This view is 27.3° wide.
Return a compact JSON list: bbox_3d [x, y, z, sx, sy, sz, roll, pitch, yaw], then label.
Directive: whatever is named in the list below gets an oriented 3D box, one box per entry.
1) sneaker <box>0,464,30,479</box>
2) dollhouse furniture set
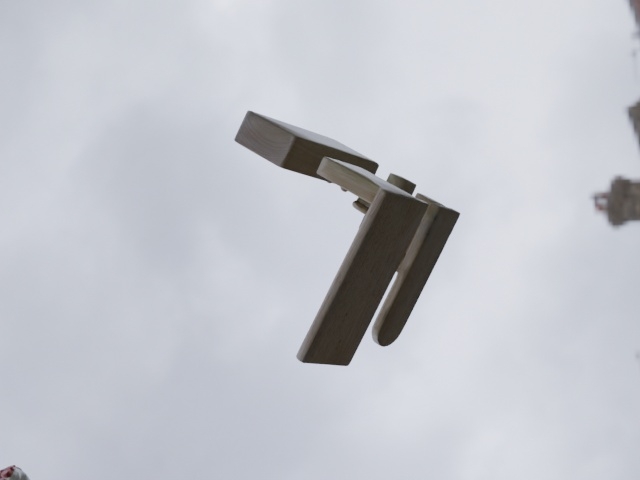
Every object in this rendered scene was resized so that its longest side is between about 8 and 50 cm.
[{"bbox_3d":[-0.243,0.275,0.983,0.092,0.088,0.225,32,-138,-36],"label":"sneaker"},{"bbox_3d":[0.000,0.000,0.933,0.144,0.151,0.123,13,-75,-56],"label":"dollhouse furniture set"}]
